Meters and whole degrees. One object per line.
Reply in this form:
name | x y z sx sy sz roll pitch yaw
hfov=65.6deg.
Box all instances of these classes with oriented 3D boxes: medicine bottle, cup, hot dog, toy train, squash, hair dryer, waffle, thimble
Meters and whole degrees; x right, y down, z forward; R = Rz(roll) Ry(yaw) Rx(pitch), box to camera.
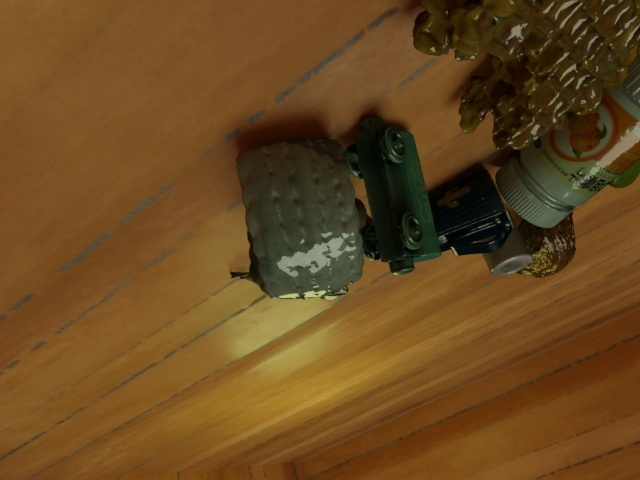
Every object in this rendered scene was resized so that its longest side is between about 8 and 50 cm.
medicine bottle | 0.480 -0.177 0.881 0.158 0.158 0.318 2 142 -33
cup | 0.430 0.011 1.175 0.099 0.133 0.136 -27 148 19
hot dog | 0.536 -0.011 1.182 0.114 0.175 0.259 1 153 10
toy train | 0.123 -0.070 0.779 0.101 0.248 0.159 -18 168 39
squash | 0.670 -0.184 1.075 0.066 0.066 0.201 -20 146 0
hair dryer | -0.070 0.080 1.016 0.237 0.075 0.206 4 -177 -3
waffle | 0.273 -0.263 0.635 0.261 0.151 0.324 -36 150 17
cup | 0.289 -0.038 0.988 0.155 0.176 0.131 -24 130 18
thimble | -0.036 -0.025 0.751 0.172 0.205 0.250 -10 109 -6

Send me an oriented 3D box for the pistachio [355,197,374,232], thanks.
pistachio | 0.000 0.000 0.914 0.206 0.131 0.129 -29 157 10
